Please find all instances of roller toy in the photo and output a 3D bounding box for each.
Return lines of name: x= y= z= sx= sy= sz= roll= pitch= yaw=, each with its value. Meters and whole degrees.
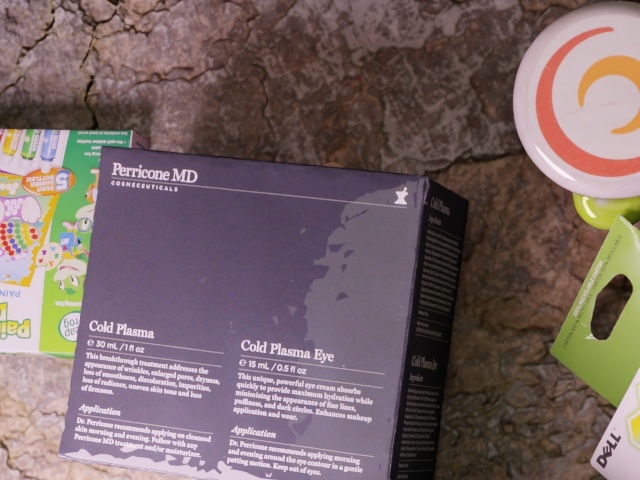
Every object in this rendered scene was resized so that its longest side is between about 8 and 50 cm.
roller toy: x=0.290 y=-0.134 z=1.871 sx=0.191 sy=0.146 sz=0.209 roll=44 pitch=98 yaw=9

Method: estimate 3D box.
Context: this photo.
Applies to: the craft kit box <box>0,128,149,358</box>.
craft kit box: x=-0.319 y=0.002 z=2.073 sx=0.250 sy=0.061 sz=0.246 roll=1 pitch=82 yaw=17

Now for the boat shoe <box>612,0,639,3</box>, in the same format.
boat shoe: x=0.345 y=-0.254 z=1.930 sx=0.152 sy=0.049 sz=0.056 roll=-33 pitch=72 yaw=8

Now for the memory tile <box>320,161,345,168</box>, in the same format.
memory tile: x=0.000 y=0.000 z=2.000 sx=0.113 sy=0.012 sz=0.148 roll=43 pitch=93 yaw=19

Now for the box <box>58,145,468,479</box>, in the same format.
box: x=-0.051 y=0.083 z=1.899 sx=0.343 sy=0.179 sz=0.312 roll=7 pitch=87 yaw=17

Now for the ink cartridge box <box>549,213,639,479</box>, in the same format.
ink cartridge box: x=0.310 y=0.129 z=1.780 sx=0.255 sy=0.097 sz=0.188 roll=42 pitch=129 yaw=27
